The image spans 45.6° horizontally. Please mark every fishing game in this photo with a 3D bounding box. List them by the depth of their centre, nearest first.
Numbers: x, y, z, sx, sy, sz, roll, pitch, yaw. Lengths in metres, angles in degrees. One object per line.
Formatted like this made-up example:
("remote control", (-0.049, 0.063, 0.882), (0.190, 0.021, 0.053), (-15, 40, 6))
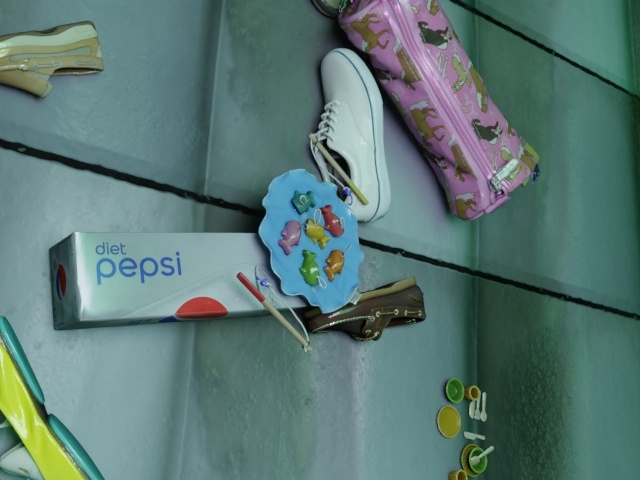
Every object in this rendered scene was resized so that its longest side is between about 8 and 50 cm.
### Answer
("fishing game", (0.000, 0.000, 0.945), (0.189, 0.041, 0.264), (51, 44, -25))

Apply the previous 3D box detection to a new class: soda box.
("soda box", (-0.159, 0.045, 0.890), (0.286, 0.091, 0.098), (1, 78, -36))

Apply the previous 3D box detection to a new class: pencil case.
("pencil case", (0.178, -0.221, 1.142), (0.160, 0.167, 0.386), (-45, 110, -30))

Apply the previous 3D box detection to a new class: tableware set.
("tableware set", (0.217, 0.289, 1.139), (0.104, 0.024, 0.154), (21, 66, -30))

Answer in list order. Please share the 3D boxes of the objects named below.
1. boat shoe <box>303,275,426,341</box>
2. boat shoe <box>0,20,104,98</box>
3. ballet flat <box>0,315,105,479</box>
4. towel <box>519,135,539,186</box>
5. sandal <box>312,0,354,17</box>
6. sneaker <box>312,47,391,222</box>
("boat shoe", (0.070, 0.103, 1.052), (0.207, 0.073, 0.073), (-11, 82, -37))
("boat shoe", (-0.326, -0.195, 0.856), (0.190, 0.068, 0.072), (-27, 106, -38))
("ballet flat", (-0.301, 0.187, 0.771), (0.077, 0.077, 0.231), (-31, 94, -16))
("towel", (0.366, -0.143, 1.375), (0.060, 0.009, 0.083), (44, 57, -19))
("sandal", (0.093, -0.451, 1.222), (0.303, 0.086, 0.120), (-32, 103, -22))
("sneaker", (0.035, -0.152, 1.084), (0.091, 0.094, 0.258), (-7, 82, -41))
